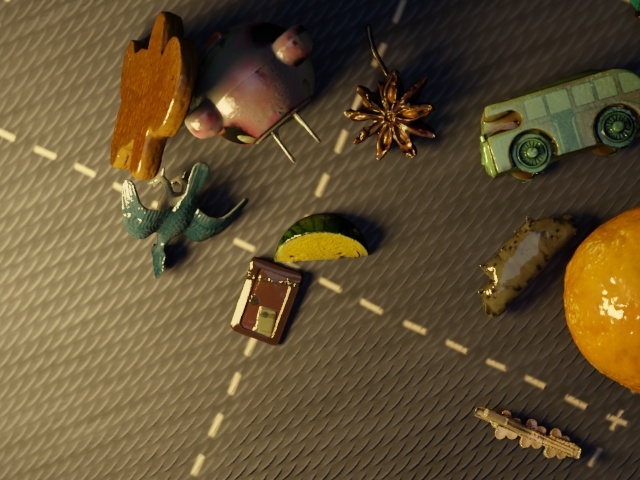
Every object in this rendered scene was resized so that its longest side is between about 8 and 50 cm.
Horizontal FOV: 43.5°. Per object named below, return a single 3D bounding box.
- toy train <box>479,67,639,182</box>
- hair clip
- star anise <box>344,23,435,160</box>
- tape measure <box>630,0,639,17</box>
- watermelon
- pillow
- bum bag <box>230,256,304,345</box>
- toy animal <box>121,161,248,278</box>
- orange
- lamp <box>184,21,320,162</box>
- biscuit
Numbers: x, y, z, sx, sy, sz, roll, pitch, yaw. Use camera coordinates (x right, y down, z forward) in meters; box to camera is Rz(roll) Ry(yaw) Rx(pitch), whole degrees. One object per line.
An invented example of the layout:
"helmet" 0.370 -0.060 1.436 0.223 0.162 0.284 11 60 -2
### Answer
"toy train" 0.439 -0.208 1.430 0.326 0.129 0.159 -16 88 7
"hair clip" 0.393 0.368 1.531 0.213 0.056 0.062 24 81 -6
"star anise" 0.139 -0.261 1.469 0.177 0.073 0.234 17 114 11
"tape measure" 0.621 -0.430 1.411 0.146 0.081 0.125 -31 75 4
"watermelon" -0.001 -0.002 1.511 0.181 0.075 0.092 -2 99 4
"pillow" 0.372 0.033 1.495 0.093 0.051 0.241 40 99 -5
"bum bag" -0.105 0.119 1.561 0.109 0.026 0.159 21 102 3
"toy animal" -0.264 -0.045 1.497 0.239 0.255 0.176 0 68 -33
"orange" 0.591 0.105 1.362 0.340 0.293 0.341 0 97 3
"lamp" -0.097 -0.249 1.381 0.247 0.301 0.247 -35 95 7
"biscuit" -0.270 -0.236 1.349 0.064 0.432 0.283 10 86 -27
